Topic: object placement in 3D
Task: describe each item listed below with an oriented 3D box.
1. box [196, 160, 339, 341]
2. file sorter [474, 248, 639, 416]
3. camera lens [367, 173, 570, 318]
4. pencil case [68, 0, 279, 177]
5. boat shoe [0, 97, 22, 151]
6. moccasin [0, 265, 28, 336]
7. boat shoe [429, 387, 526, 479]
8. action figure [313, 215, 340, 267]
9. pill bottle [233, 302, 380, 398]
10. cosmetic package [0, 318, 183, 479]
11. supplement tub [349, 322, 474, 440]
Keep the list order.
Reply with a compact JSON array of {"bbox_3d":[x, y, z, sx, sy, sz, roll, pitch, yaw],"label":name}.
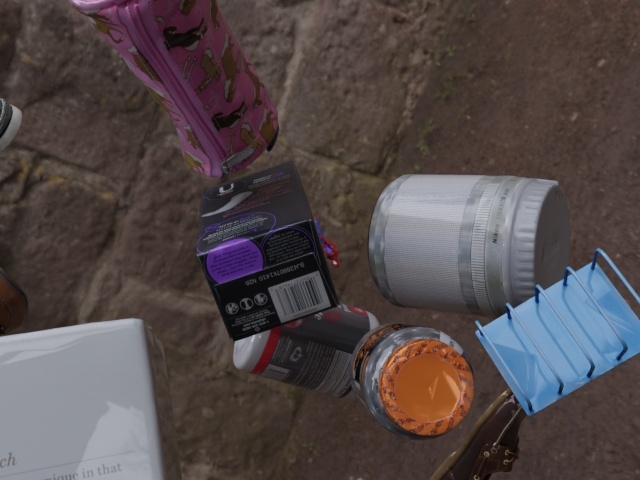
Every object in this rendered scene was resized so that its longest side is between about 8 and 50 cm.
[{"bbox_3d":[-0.084,0.004,1.058,0.270,0.165,0.143,-107,-1,-65],"label":"box"},{"bbox_3d":[0.279,0.104,0.810,0.170,0.104,0.118,-32,67,5],"label":"file sorter"},{"bbox_3d":[0.228,0.007,1.110,0.274,0.219,0.220,4,73,33],"label":"camera lens"},{"bbox_3d":[-0.171,-0.232,0.885,0.167,0.386,0.160,33,76,25],"label":"pencil case"},{"bbox_3d":[-0.665,-0.149,1.235,0.319,0.099,0.116,-34,52,16],"label":"boat shoe"},{"bbox_3d":[-0.687,0.154,1.374,0.380,0.139,0.147,-23,16,42],"label":"moccasin"},{"bbox_3d":[0.231,0.284,0.954,0.073,0.073,0.207,45,118,33],"label":"boat shoe"},{"bbox_3d":[0.000,0.000,1.240,0.115,0.030,0.038,54,142,15],"label":"action figure"},{"bbox_3d":[0.008,0.201,1.354,0.176,0.318,0.176,-162,90,-74],"label":"pill bottle"},{"bbox_3d":[-0.334,0.324,0.855,0.329,0.327,0.394,123,137,-75],"label":"cosmetic package"},{"bbox_3d":[0.097,0.150,0.771,0.190,0.117,0.117,129,158,-83],"label":"supplement tub"}]
